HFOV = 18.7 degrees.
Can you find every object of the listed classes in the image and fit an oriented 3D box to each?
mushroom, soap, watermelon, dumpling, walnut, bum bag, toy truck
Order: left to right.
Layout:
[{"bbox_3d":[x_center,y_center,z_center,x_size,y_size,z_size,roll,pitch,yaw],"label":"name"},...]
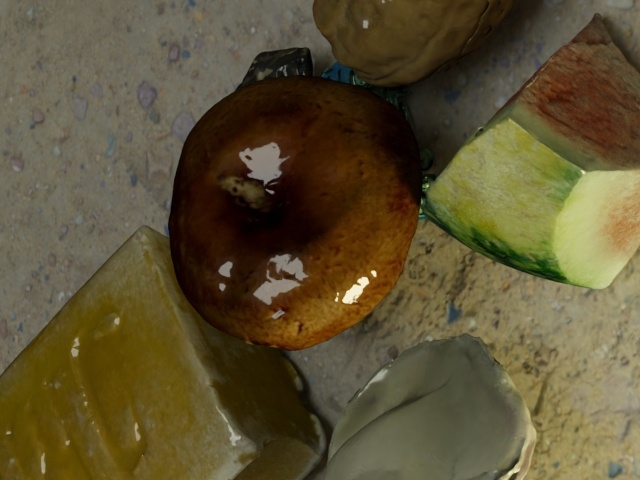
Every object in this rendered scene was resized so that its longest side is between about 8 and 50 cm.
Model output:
[{"bbox_3d":[-0.182,0.194,2.014,0.335,0.156,0.293,-44,57,30],"label":"soap"},{"bbox_3d":[-0.019,-0.071,1.935,0.102,0.069,0.248,-23,77,22],"label":"bum bag"},{"bbox_3d":[-0.013,-0.029,1.786,0.267,0.254,0.267,0,91,24],"label":"mushroom"},{"bbox_3d":[0.055,-0.096,1.878,0.081,0.067,0.175,-28,73,43],"label":"toy truck"},{"bbox_3d":[0.077,0.243,1.784,0.260,0.181,0.341,-107,13,-45],"label":"dumpling"},{"bbox_3d":[0.091,-0.256,1.771,0.245,0.198,0.198,-51,57,39],"label":"walnut"},{"bbox_3d":[0.196,-0.074,1.681,0.193,0.232,0.310,57,167,25],"label":"watermelon"}]
